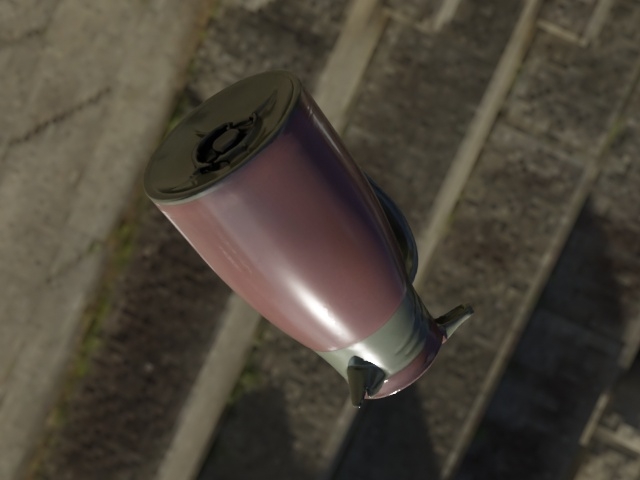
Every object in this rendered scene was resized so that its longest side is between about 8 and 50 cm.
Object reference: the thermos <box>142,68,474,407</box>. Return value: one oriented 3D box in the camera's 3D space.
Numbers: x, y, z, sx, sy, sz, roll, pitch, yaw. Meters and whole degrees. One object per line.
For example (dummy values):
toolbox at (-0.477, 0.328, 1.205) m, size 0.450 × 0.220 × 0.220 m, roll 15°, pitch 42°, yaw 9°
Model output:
thermos at (0.000, 0.000, 1.485) m, size 0.146 × 0.265 × 0.176 m, roll -14°, pitch -143°, yaw 39°
